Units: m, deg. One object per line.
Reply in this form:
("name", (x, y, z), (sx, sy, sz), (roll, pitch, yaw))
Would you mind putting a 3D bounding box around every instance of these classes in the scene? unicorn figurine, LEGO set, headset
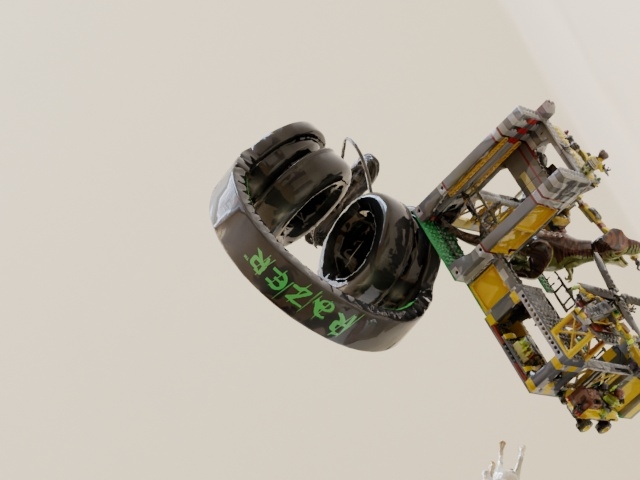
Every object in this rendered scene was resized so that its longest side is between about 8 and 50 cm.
("unicorn figurine", (0.230, 0.313, 2.353), (0.060, 0.111, 0.162), (2, -42, 17))
("LEGO set", (0.267, 0.009, 1.848), (0.192, 0.255, 0.331), (-46, -132, 26))
("headset", (0.000, 0.000, 1.921), (0.243, 0.394, 0.185), (38, -65, -4))
